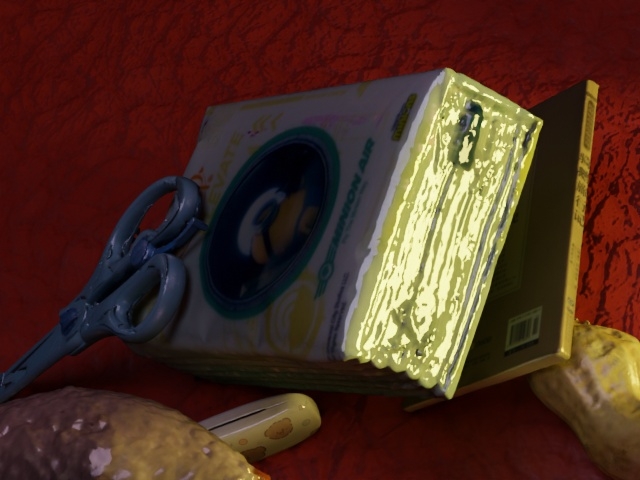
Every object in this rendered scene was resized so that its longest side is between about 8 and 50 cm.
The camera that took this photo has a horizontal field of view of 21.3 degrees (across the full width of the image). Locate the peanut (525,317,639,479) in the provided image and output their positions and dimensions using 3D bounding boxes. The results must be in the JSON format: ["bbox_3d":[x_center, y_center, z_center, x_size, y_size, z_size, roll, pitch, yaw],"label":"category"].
[{"bbox_3d":[0.273,0.152,1.547,0.098,0.103,0.229,-12,44,-34],"label":"peanut"}]

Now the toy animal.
[{"bbox_3d":[-0.209,0.247,1.607,0.358,0.226,0.188,-1,44,23],"label":"toy animal"}]

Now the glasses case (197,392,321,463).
[{"bbox_3d":[-0.079,0.194,1.687,0.164,0.063,0.041,-20,53,9],"label":"glasses case"}]

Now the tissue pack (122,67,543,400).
[{"bbox_3d":[0.000,0.000,1.621,0.388,0.162,0.287,-2,63,54],"label":"tissue pack"}]

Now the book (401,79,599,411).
[{"bbox_3d":[0.177,0.005,1.669,0.217,0.021,0.310,-26,43,46],"label":"book"}]

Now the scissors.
[{"bbox_3d":[-0.240,0.074,1.732,0.393,0.032,0.180,-38,38,38],"label":"scissors"}]
